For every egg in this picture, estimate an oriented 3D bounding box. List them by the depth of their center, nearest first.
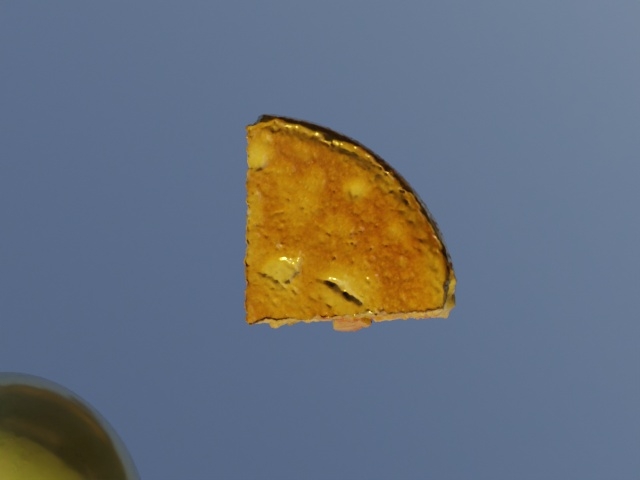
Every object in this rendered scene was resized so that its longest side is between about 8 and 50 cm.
[{"bbox_3d":[-0.185,0.174,0.915,0.149,0.149,0.192,-45,-66,-46],"label":"egg"}]

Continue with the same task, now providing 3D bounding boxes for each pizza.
[{"bbox_3d":[0.001,0.000,0.924,0.175,0.134,0.046,54,-177,9],"label":"pizza"}]
